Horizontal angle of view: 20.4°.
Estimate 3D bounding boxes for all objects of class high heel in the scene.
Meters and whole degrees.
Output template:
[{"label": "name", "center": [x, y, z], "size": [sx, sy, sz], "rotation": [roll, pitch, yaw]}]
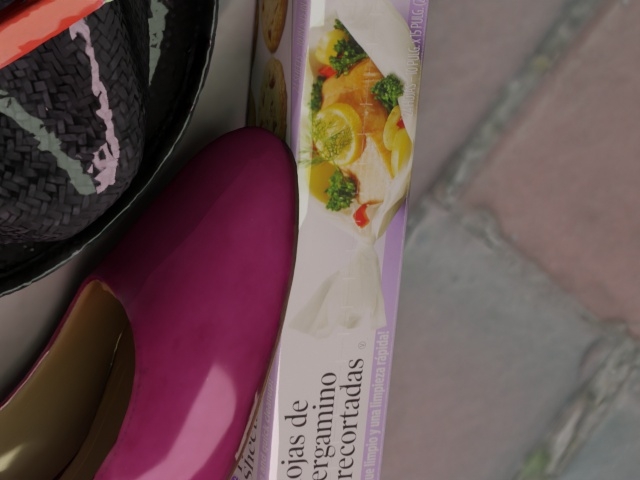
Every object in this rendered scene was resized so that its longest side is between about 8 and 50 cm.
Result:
[{"label": "high heel", "center": [-0.151, 0.097, 0.769], "size": [0.181, 0.127, 0.377], "rotation": [27, 88, -31]}]

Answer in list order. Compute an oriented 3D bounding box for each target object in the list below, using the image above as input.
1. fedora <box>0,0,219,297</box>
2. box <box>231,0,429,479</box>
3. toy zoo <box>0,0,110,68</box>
[{"label": "fedora", "center": [-0.172, -0.097, 0.689], "size": [0.334, 0.152, 0.334], "rotation": [-8, 112, -21]}, {"label": "box", "center": [0.000, 0.000, 0.852], "size": [0.063, 0.067, 0.324], "rotation": [-3, 110, -23]}, {"label": "toy zoo", "center": [-0.185, -0.120, 0.577], "size": [0.293, 0.030, 0.192], "rotation": [-32, 110, -6]}]
